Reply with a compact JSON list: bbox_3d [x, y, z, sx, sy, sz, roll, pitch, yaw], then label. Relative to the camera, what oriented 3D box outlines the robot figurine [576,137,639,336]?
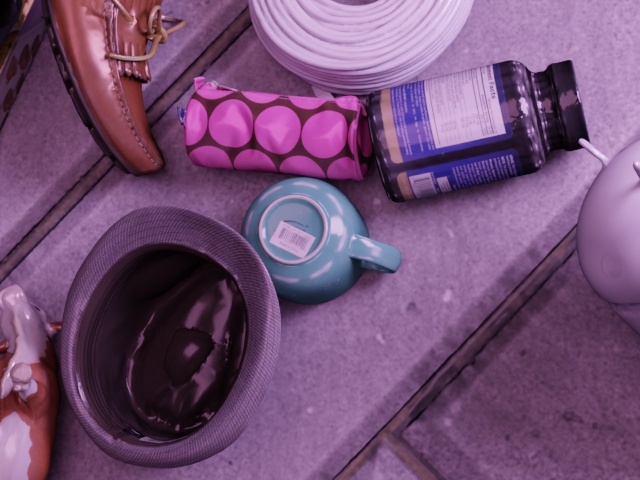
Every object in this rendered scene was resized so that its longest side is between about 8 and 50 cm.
[{"bbox_3d":[0.383,0.030,1.684,0.353,0.300,0.199,43,76,-21],"label":"robot figurine"}]

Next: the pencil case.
[{"bbox_3d":[-0.044,-0.119,1.900,0.209,0.095,0.098,7,94,15],"label":"pencil case"}]

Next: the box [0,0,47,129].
[{"bbox_3d":[-0.352,-0.253,2.016,0.067,0.063,0.324,23,84,14],"label":"box"}]

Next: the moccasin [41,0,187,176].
[{"bbox_3d":[-0.229,-0.259,1.941,0.147,0.139,0.380,-14,85,-1],"label":"moccasin"}]

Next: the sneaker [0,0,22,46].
[{"bbox_3d":[-0.430,-0.355,1.893,0.258,0.169,0.447,11,114,25],"label":"sneaker"}]

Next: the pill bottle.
[{"bbox_3d":[0.166,-0.119,1.849,0.219,0.123,0.122,-12,76,8],"label":"pill bottle"}]

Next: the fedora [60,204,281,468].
[{"bbox_3d":[-0.145,0.104,1.862,0.244,0.124,0.275,18,93,17],"label":"fedora"}]

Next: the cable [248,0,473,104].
[{"bbox_3d":[0.041,-0.290,1.928,0.257,0.089,0.257,-43,73,1],"label":"cable"}]

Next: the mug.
[{"bbox_3d":[-0.007,-0.007,1.873,0.158,0.097,0.129,-21,75,7],"label":"mug"}]

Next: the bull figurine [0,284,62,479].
[{"bbox_3d":[-0.335,0.200,1.862,0.101,0.188,0.310,8,86,6],"label":"bull figurine"}]
